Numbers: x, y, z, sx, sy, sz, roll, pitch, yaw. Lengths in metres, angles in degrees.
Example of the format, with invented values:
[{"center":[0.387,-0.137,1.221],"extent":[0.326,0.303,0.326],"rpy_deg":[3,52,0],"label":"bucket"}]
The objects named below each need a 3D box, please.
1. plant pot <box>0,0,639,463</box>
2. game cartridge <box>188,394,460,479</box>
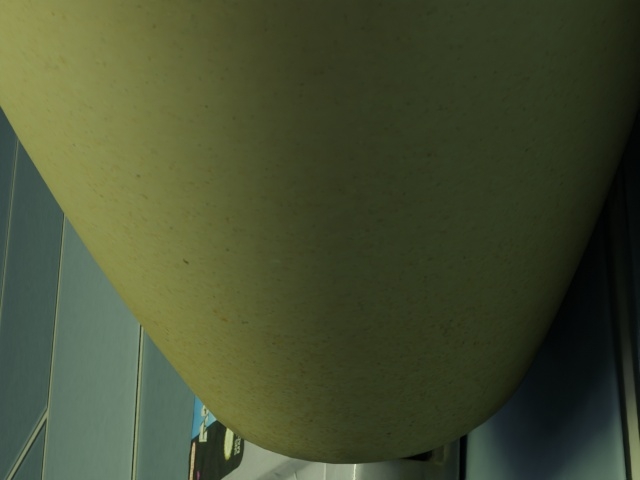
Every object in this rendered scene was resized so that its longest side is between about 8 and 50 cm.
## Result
[{"center":[0.001,-0.069,0.578],"extent":[0.256,0.257,0.274],"rpy_deg":[-102,5,-51],"label":"plant pot"},{"center":[0.000,0.000,0.832],"extent":[0.230,0.068,0.355],"rpy_deg":[143,135,-59],"label":"game cartridge"}]
